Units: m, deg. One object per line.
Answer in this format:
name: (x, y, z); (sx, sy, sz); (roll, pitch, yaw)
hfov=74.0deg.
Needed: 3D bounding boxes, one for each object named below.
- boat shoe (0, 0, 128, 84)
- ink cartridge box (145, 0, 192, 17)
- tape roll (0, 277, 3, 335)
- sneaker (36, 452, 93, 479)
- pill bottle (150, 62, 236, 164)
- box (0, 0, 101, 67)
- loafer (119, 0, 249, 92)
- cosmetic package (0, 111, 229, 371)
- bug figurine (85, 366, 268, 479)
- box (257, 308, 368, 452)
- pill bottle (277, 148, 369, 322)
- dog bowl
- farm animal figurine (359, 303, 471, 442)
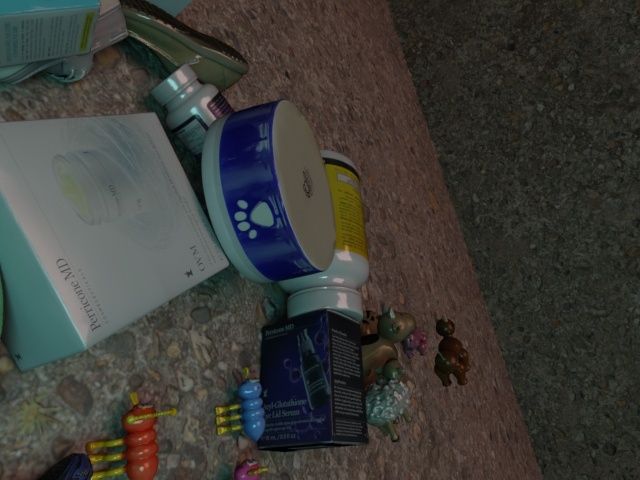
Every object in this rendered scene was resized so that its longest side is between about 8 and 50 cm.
boat shoe: (-0.339, -0.261, 0.575); (0.081, 0.079, 0.228); (74, 32, -45)
ink cartridge box: (-0.309, -0.537, 0.677); (0.270, 0.197, 0.198); (25, 51, -50)
tape roll: (-0.372, 0.051, 0.247); (0.321, 0.077, 0.322); (-8, 90, -74)
sneaker: (-0.292, 0.246, 0.346); (0.087, 0.083, 0.221); (63, 28, 0)
pill bottle: (-0.197, -0.201, 0.741); (0.193, 0.108, 0.108); (52, 34, -28)
box: (-0.356, -0.217, 0.416); (0.244, 0.100, 0.060); (-31, 98, -36)
loafer: (-0.255, -0.333, 0.746); (0.268, 0.092, 0.102); (14, 32, -38)
cosmetic package: (-0.263, -0.014, 0.494); (0.224, 0.138, 0.224); (-36, 103, -58)
bug figurine: (-0.147, 0.291, 0.557); (0.279, 0.072, 0.217); (10, 64, -56)
box: (-0.015, 0.240, 0.724); (0.108, 0.153, 0.207); (32, 46, -46)
pill bottle: (0.000, 0.000, 0.858); (0.188, 0.187, 0.334); (30, 47, -47)
dog bowl: (-0.064, -0.072, 0.650); (0.265, 0.104, 0.265); (-12, 90, -73)
farm animal figurine: (0.122, 0.227, 0.897); (0.326, 0.330, 0.172); (-28, 100, -31)
